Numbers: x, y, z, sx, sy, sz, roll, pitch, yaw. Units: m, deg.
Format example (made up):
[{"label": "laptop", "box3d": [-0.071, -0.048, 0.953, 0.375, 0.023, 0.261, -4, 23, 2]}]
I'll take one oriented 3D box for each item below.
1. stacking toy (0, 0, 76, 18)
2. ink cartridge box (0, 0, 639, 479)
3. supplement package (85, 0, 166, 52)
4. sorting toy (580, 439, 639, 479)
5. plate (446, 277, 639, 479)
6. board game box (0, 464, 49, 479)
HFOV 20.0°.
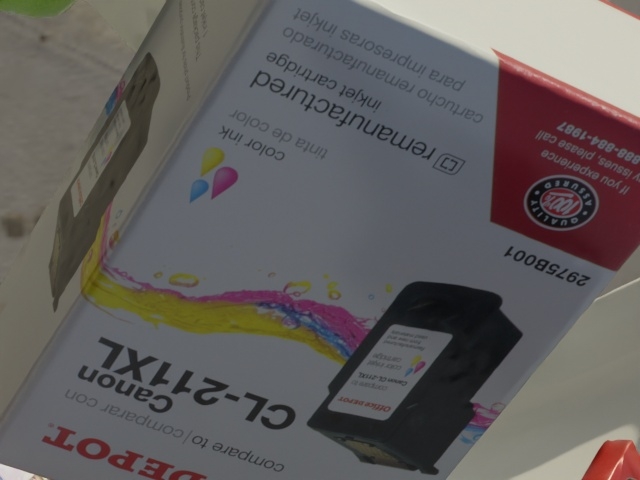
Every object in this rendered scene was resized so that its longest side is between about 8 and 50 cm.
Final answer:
[{"label": "stacking toy", "box3d": [-0.324, -0.201, 1.216, 0.279, 0.130, 0.309, 43, 30, 13]}, {"label": "ink cartridge box", "box3d": [0.000, 0.000, 0.502, 0.127, 0.175, 0.072, 21, 32, -22]}, {"label": "supplement package", "box3d": [-0.123, -0.293, 1.147, 0.293, 0.175, 0.177, 45, 53, -1]}, {"label": "sorting toy", "box3d": [0.084, 0.180, 0.447, 0.274, 0.046, 0.132, 59, 44, -23]}, {"label": "plate", "box3d": [0.088, 0.134, 0.810, 0.045, 0.278, 0.277, 44, 45, -15]}, {"label": "board game box", "box3d": [-0.408, 0.223, 1.484, 0.319, 0.318, 0.066, 12, 67, -43]}]
